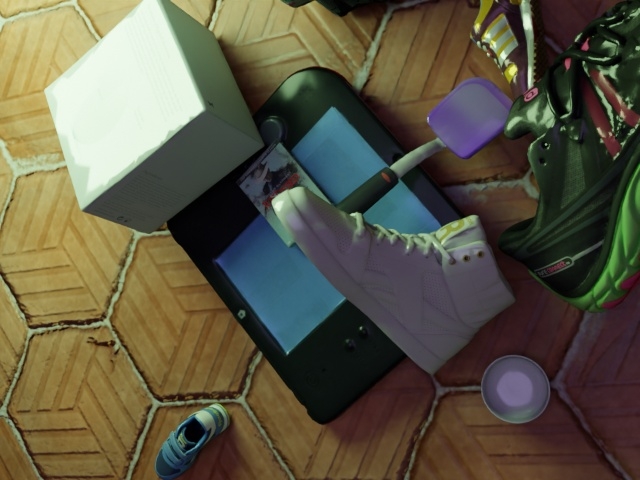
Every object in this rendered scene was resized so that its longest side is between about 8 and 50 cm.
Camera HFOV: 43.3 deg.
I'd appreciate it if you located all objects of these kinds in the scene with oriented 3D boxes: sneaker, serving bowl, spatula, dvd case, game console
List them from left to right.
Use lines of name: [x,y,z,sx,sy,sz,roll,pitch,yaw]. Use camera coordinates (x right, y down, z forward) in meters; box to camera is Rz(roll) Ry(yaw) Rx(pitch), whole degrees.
sneaker: [-0.194,0.289,1.148,0.053,0.059,0.144,45,105,14]
dvd case: [-0.048,-0.063,1.068,0.087,0.013,0.119,-44,73,20]
game console: [0.000,0.000,1.079,0.342,0.060,0.386,-43,74,15]
sneaker: [0.096,0.006,0.916,0.169,0.108,0.292,-42,112,14]
spatula: [0.107,-0.093,0.988,0.296,0.030,0.084,-37,74,-8]
sneaker: [0.230,-0.237,0.993,0.084,0.069,0.185,-7,80,30]
serving bowl: [0.242,0.181,0.993,0.083,0.027,0.083,0,89,22]
sneaker: [0.304,-0.153,0.846,0.202,0.185,0.483,24,115,24]

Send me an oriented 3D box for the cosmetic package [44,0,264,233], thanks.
cosmetic package: [-0.230,-0.170,1.105,0.224,0.138,0.224,-35,61,20]

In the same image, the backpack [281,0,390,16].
backpack: [-0.008,-0.409,0.987,0.191,0.253,0.225,-7,87,21]
